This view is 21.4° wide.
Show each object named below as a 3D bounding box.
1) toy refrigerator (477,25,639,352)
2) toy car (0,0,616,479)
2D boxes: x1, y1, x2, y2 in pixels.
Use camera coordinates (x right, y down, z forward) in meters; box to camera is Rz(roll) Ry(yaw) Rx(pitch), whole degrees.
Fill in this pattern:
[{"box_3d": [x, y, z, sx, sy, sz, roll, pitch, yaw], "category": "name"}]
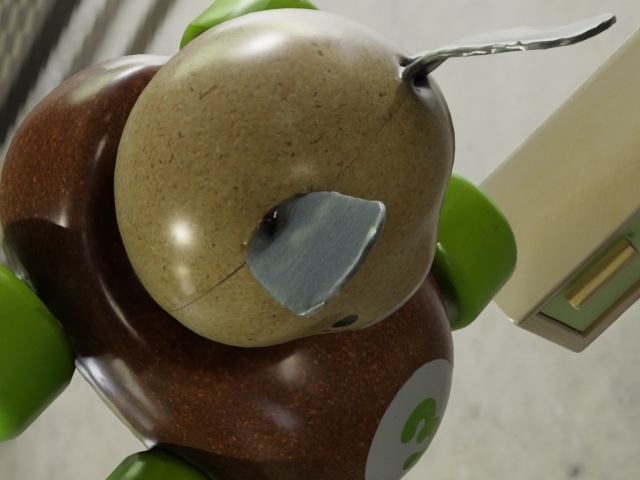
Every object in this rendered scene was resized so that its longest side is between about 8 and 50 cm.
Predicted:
[{"box_3d": [0.209, -0.057, 1.007, 0.269, 0.102, 0.094, -44, 59, 13], "category": "toy refrigerator"}, {"box_3d": [0.000, 0.000, 0.430, 0.155, 0.149, 0.188, -47, 10, -27], "category": "toy car"}]
